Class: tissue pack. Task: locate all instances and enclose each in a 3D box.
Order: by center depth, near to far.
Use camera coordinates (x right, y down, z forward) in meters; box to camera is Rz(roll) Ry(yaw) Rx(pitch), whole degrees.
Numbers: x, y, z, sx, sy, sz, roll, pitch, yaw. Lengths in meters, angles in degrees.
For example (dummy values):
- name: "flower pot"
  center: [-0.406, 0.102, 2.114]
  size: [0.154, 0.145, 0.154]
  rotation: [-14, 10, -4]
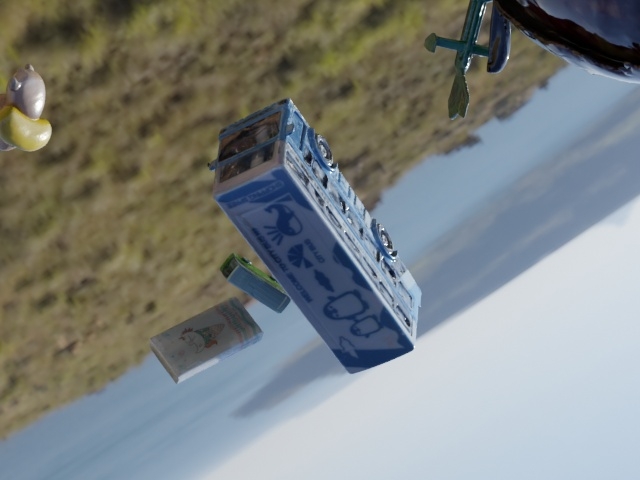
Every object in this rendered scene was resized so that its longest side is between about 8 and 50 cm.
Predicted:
- name: "tissue pack"
  center: [-0.117, 0.101, 1.290]
  size: [0.108, 0.056, 0.023]
  rotation: [-27, 154, -29]

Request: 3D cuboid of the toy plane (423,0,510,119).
- name: "toy plane"
  center: [0.198, -0.332, 1.506]
  size: [0.155, 0.106, 0.381]
  rotation: [-110, -147, -74]

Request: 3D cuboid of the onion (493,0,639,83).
- name: "onion"
  center: [0.183, -0.170, 0.581]
  size: [0.246, 0.246, 0.190]
  rotation: [-32, 131, -20]

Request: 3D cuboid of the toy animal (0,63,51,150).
- name: "toy animal"
  center: [-0.404, -0.167, 1.627]
  size: [0.082, 0.114, 0.091]
  rotation: [11, -157, 28]

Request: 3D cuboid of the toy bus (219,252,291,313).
- name: "toy bus"
  center: [-0.074, 0.049, 1.431]
  size: [0.031, 0.083, 0.037]
  rotation: [-51, -153, 10]

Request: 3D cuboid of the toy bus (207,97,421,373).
- name: "toy bus"
  center: [0.000, 0.000, 1.364]
  size: [0.106, 0.297, 0.131]
  rotation: [-23, -148, 22]
